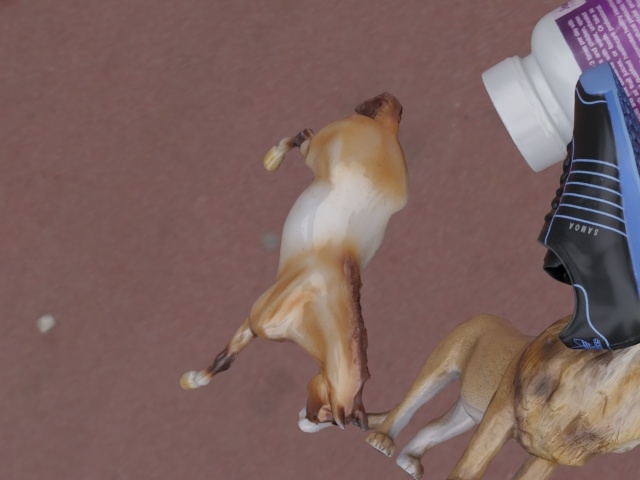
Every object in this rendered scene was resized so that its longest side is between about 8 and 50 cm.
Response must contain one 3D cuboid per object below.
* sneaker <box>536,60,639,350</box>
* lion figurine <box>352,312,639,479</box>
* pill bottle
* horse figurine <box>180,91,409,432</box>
[{"bbox_3d":[0.206,-0.027,1.180,0.090,0.081,0.232,-17,59,20],"label":"sneaker"},{"bbox_3d":[0.176,0.136,1.464,0.142,0.392,0.240,39,82,-29],"label":"lion figurine"},{"bbox_3d":[0.332,-0.197,1.664,0.302,0.169,0.169,-28,94,12],"label":"pill bottle"},{"bbox_3d":[0.000,0.000,0.970,0.066,0.263,0.174,32,154,-21],"label":"horse figurine"}]
